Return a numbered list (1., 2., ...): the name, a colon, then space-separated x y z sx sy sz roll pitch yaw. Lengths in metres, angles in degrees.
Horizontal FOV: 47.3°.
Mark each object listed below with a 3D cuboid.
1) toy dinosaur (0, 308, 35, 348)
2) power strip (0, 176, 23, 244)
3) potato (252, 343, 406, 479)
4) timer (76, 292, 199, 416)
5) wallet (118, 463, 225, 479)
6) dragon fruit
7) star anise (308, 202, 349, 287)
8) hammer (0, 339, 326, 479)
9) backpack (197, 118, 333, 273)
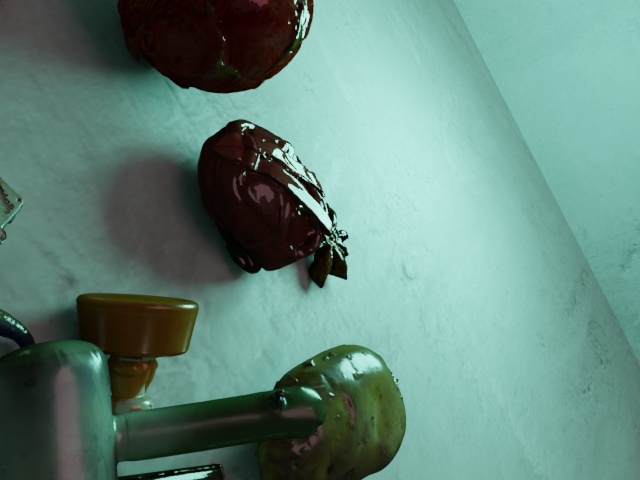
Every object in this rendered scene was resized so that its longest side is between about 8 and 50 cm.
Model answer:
1. toy dinosaur: -0.377 0.066 0.652 0.248 0.075 0.188 57 43 -22
2. power strip: -0.387 -0.073 0.733 0.192 0.035 0.081 49 35 -24
3. potato: 0.011 0.249 0.999 0.296 0.141 0.192 -13 97 -58
4. timer: -0.205 0.138 0.803 0.132 0.132 0.152 7 86 -53
5. wallet: -0.175 0.306 0.792 0.198 0.031 0.110 13 60 -52
6. dragon fruit: -0.149 -0.343 1.041 0.342 0.277 0.278 10 61 -47
7. star anise: 0.000 0.000 1.221 0.168 0.057 0.168 35 42 -39
8. hammer: -0.147 0.189 0.709 0.335 0.119 0.207 -4 76 -22
9. backpack: -0.086 -0.075 1.067 0.229 0.138 0.229 36 43 -42
